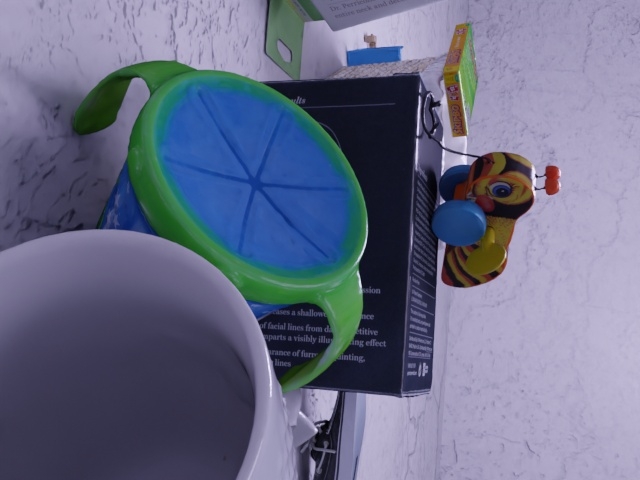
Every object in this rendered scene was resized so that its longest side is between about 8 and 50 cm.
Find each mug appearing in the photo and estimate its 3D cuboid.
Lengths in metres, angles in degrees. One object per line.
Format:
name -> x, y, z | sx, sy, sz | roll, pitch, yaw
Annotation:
mug -> -0.133, 0.231, 0.541 | 0.328, 0.276, 0.374 | 83, -19, -52

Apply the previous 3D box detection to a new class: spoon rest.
spoon rest -> -0.074, 0.267, 1.084 | 0.084, 0.137, 0.276 | 53, -2, 20

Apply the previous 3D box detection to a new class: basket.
basket -> 0.145, -0.189, 1.442 | 0.328, 0.267, 0.331 | -51, 139, -61

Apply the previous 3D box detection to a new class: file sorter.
file sorter -> 0.135, -0.352, 1.638 | 0.104, 0.118, 0.170 | -52, 139, -65

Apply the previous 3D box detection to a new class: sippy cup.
sippy cup -> -0.112, -0.005, 0.697 | 0.240, 0.224, 0.305 | 12, 52, -37

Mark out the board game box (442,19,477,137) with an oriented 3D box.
board game box -> 0.261, -0.304, 1.326 | 0.259, 0.039, 0.124 | -63, 145, -50

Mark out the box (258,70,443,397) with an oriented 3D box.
box -> 0.000, 0.000, 0.979 | 0.212, 0.294, 0.395 | 28, 65, -70

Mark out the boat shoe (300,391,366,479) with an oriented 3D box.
boat shoe -> 0.022, 0.392, 1.364 | 0.113, 0.105, 0.306 | -15, 111, -75

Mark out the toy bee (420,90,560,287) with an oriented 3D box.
toy bee -> 0.225, -0.043, 0.936 | 0.298, 0.162, 0.195 | 57, 40, -60

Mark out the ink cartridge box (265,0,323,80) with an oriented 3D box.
ink cartridge box -> -0.035, -0.407, 1.229 | 0.171, 0.056, 0.235 | 19, 71, -71

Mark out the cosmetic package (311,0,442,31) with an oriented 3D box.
cosmetic package -> 0.087, -0.584, 1.040 | 0.394, 0.330, 0.327 | 43, 49, -50

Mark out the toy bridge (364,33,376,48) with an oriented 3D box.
toy bridge -> 0.128, -0.407, 1.755 | 0.063, 0.026, 0.188 | -29, 118, -72
